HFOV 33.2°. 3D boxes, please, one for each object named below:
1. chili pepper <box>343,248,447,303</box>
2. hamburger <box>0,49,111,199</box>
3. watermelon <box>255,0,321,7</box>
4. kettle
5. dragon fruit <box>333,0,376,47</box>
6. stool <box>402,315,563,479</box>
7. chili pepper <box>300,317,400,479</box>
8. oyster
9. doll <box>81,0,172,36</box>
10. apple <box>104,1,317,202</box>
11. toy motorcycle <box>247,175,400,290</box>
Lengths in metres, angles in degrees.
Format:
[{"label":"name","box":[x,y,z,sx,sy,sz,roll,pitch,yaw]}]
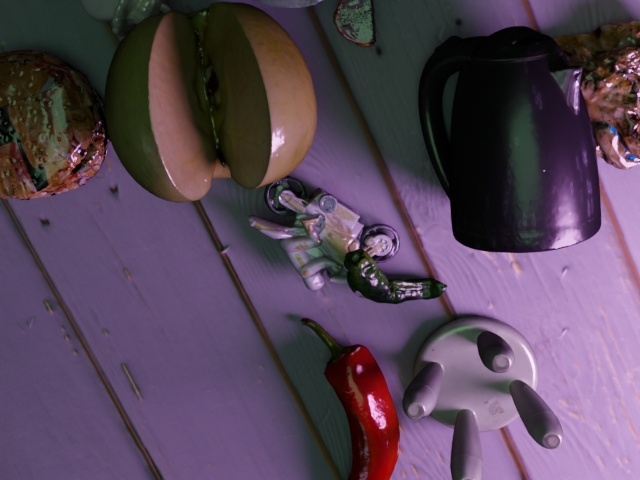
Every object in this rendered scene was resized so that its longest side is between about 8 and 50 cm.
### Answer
[{"label":"chili pepper","box":[0.104,0.065,1.607,0.182,0.050,0.073,17,119,-37]},{"label":"hamburger","box":[-0.425,-0.169,1.584,0.231,0.107,0.230,2,102,10]},{"label":"watermelon","box":[-0.064,-0.473,1.456,0.175,0.188,0.321,-15,102,-38]},{"label":"kettle","box":[0.248,-0.151,1.491,0.268,0.207,0.290,8,116,42]},{"label":"dragon fruit","box":[0.048,-0.316,1.526,0.060,0.056,0.083,-6,102,4]},{"label":"stool","box":[0.236,0.238,1.605,0.195,0.198,0.195,-31,103,14]},{"label":"chili pepper","box":[0.056,0.297,1.695,0.137,0.092,0.368,-4,104,17]},{"label":"oyster","box":[0.418,-0.201,1.522,0.223,0.083,0.214,-4,104,12]},{"label":"doll","box":[-0.336,-0.386,1.510,0.293,0.119,0.138,29,91,1]},{"label":"apple","box":[-0.150,-0.189,1.460,0.292,0.292,0.254,-8,100,7]},{"label":"toy motorcycle","box":[0.000,0.000,1.616,0.229,0.074,0.151,26,102,-13]}]
